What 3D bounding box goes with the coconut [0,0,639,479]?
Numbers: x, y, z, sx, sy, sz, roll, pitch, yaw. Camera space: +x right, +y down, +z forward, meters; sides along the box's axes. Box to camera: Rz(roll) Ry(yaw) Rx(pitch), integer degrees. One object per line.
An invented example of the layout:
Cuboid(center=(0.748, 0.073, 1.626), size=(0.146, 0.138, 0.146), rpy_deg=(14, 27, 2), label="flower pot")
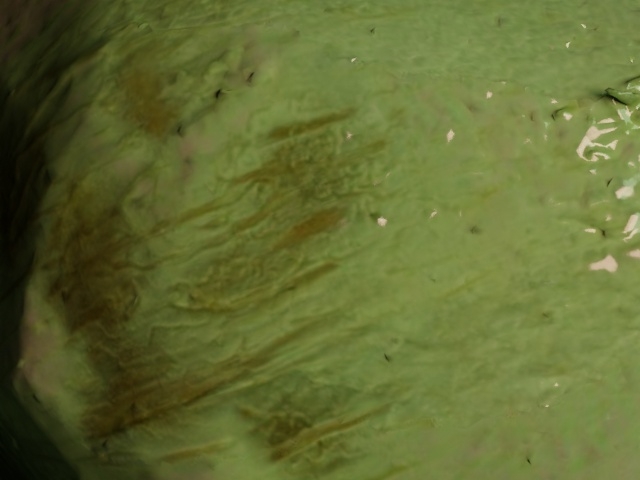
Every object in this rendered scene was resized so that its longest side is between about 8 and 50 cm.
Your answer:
Cuboid(center=(0.000, 0.000, 0.598), size=(0.281, 0.328, 0.328), rpy_deg=(19, 70, -76), label="coconut")
